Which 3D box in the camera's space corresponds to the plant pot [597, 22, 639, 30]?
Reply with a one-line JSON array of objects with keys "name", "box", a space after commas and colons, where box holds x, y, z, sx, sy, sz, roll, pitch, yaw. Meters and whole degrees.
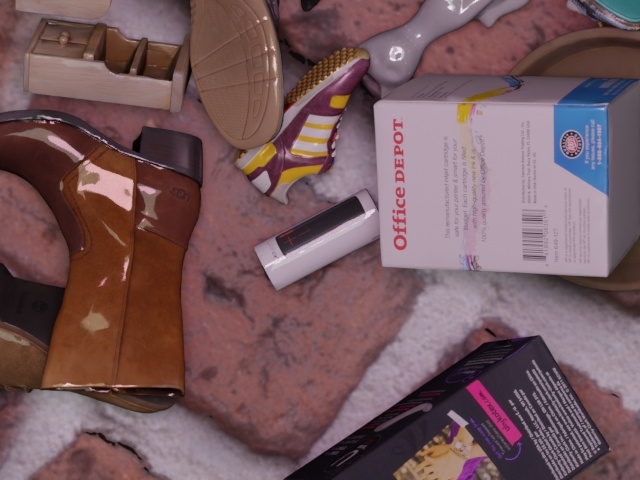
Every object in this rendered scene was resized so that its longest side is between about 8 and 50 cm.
[{"name": "plant pot", "box": [0.360, -0.254, 1.914, 0.134, 0.095, 0.134, 10, 112, 27]}]

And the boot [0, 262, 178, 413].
[{"name": "boot", "box": [-0.295, 0.115, 1.940, 0.305, 0.112, 0.115, 25, 123, -7]}]

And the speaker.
[{"name": "speaker", "box": [0.000, 0.000, 1.947, 0.136, 0.055, 0.055, -27, 93, 0]}]

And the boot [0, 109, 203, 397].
[{"name": "boot", "box": [-0.257, 0.018, 1.893, 0.264, 0.096, 0.280, 9, 75, -14]}]

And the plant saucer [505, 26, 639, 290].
[{"name": "plant saucer", "box": [0.302, -0.085, 1.911, 0.278, 0.041, 0.277, 6, 107, 19]}]

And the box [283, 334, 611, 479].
[{"name": "box", "box": [0.125, 0.227, 1.873, 0.270, 0.165, 0.143, -32, 93, -17]}]

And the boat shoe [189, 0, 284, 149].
[{"name": "boat shoe", "box": [-0.084, -0.233, 1.902, 0.103, 0.092, 0.285, -20, 84, 26]}]

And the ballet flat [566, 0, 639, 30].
[{"name": "ballet flat", "box": [0.256, -0.271, 1.882, 0.070, 0.070, 0.188, -41, 76, 1]}]

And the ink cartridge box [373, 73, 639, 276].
[{"name": "ink cartridge box", "box": [0.188, -0.070, 1.844, 0.233, 0.168, 0.171, 3, 105, 20]}]

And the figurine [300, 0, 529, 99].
[{"name": "figurine", "box": [0.080, -0.274, 1.928, 0.209, 0.092, 0.215, -39, 94, 8]}]

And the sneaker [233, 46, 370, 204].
[{"name": "sneaker", "box": [-0.002, -0.120, 1.930, 0.084, 0.069, 0.185, 43, 109, -15]}]

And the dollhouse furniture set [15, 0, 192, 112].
[{"name": "dollhouse furniture set", "box": [-0.204, -0.267, 1.856, 0.161, 0.212, 0.242, 7, 119, 0]}]
